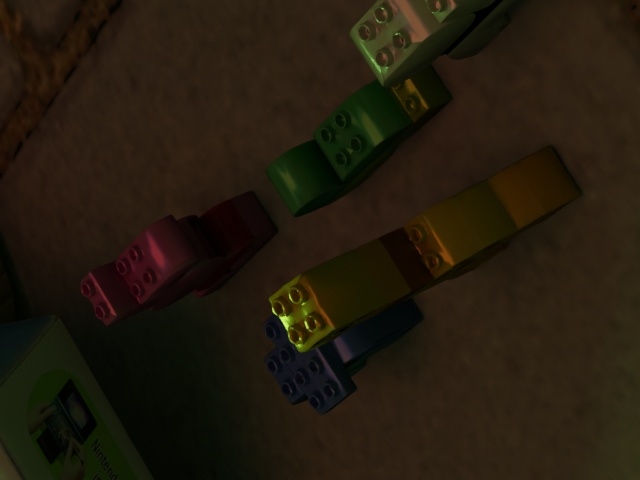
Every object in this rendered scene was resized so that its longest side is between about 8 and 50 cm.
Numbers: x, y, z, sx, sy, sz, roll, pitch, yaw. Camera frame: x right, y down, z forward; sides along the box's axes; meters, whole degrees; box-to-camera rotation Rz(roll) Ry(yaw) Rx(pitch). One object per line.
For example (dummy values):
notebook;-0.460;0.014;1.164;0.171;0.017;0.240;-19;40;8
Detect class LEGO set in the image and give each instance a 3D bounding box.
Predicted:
LEGO set;0.000;0.000;0.569;0.087;0.093;0.227;57;137;9

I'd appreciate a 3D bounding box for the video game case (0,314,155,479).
video game case;-0.162;0.161;0.742;0.269;0.061;0.244;-11;116;34

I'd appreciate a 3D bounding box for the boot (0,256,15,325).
boot;-0.220;0.078;0.830;0.207;0.090;0.248;-5;108;44
